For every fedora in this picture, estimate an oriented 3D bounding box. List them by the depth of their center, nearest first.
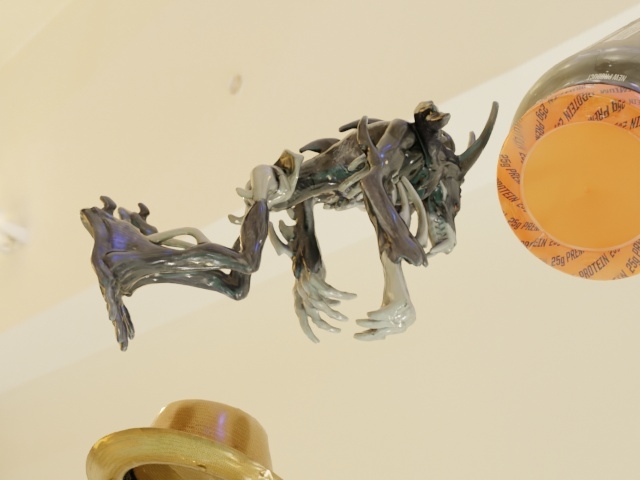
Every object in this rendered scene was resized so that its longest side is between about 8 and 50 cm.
[{"bbox_3d":[-0.091,0.187,0.685,0.194,0.194,0.079,-30,-149,36],"label":"fedora"}]

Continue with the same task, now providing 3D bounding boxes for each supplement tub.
[{"bbox_3d":[0.312,-0.100,0.805,0.207,0.338,0.207,18,-58,31],"label":"supplement tub"}]

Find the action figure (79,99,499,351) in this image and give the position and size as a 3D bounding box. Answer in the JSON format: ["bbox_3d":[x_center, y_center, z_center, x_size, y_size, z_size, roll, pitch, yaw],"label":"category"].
[{"bbox_3d":[0.000,0.000,0.537,0.164,0.276,0.141,138,-66,-76],"label":"action figure"}]
